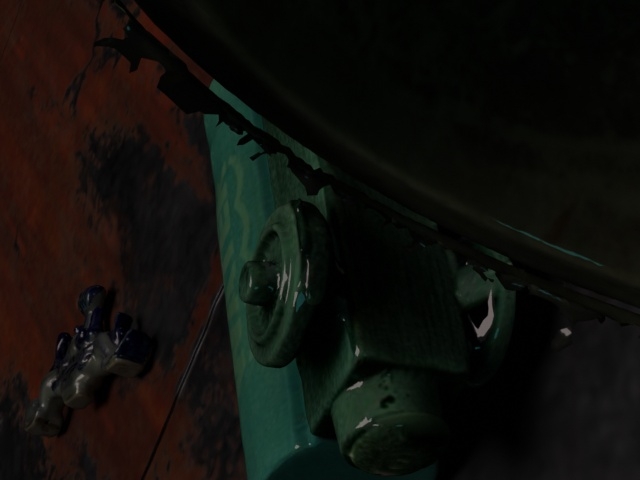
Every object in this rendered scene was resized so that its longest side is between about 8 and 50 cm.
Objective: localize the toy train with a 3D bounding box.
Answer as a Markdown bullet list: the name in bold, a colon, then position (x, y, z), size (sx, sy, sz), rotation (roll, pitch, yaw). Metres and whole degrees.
- **toy train**: position (0.000, 0.000, 0.614), size (0.159, 0.101, 0.248), rotation (115, 154, -44)

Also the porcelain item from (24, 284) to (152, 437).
- **porcelain item**: position (-0.132, 0.058, 0.887), size (0.136, 0.021, 0.075), rotation (-36, 42, 49)

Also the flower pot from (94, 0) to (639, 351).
- **flower pot**: position (0.120, -0.118, 0.316), size (0.290, 0.290, 0.259), rotation (-9, 56, 59)
